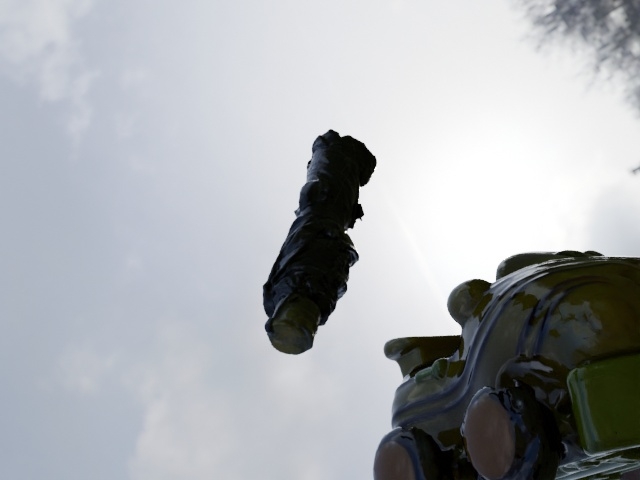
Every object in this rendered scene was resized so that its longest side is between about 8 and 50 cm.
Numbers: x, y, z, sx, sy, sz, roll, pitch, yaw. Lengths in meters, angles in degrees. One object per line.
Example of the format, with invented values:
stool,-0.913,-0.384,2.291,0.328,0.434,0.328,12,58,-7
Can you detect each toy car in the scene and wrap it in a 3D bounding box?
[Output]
toy car,0.136,0.074,0.680,0.200,0.248,0.142,0,-111,-34

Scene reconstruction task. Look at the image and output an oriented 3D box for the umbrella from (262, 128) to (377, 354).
umbrella,0.000,0.000,0.573,0.040,0.037,0.144,42,-145,-20
